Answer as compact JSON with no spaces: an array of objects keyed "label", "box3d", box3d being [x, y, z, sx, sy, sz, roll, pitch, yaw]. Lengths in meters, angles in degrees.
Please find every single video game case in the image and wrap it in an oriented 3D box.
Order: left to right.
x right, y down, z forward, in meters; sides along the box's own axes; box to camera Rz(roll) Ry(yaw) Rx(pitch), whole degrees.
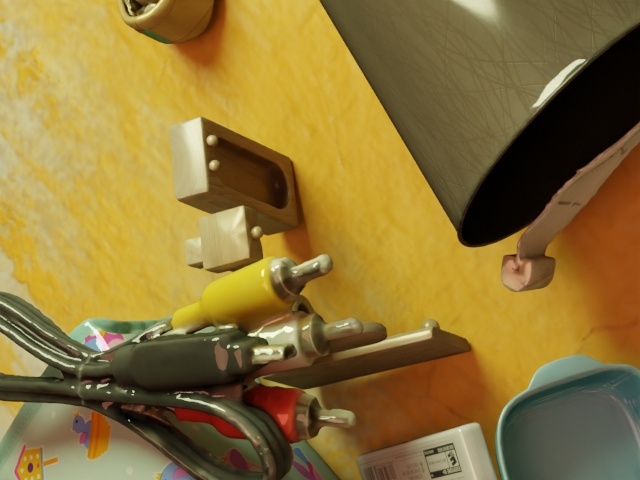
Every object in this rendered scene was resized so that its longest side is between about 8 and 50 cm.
[{"label":"video game case","box3d":[0.079,0.191,1.121,0.157,0.019,0.143,-30,77,64]}]

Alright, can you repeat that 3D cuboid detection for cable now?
[{"label":"cable","box3d":[-0.109,0.085,1.110,0.287,0.072,0.140,-4,97,31]}]

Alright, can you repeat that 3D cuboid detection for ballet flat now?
[{"label":"ballet flat","box3d":[-0.114,-0.249,1.216,0.080,0.073,0.232,-9,89,30]}]

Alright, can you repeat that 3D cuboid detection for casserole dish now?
[{"label":"casserole dish","box3d":[0.165,0.162,1.075,0.037,0.114,0.188,150,103,-71]}]

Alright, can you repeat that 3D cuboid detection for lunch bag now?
[{"label":"lunch bag","box3d":[-0.123,0.211,1.204,0.262,0.160,0.223,-51,63,23]}]

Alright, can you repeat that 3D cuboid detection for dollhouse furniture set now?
[{"label":"dollhouse furniture set","box3d":[0.000,0.000,1.144,0.123,0.144,0.151,-14,72,26]}]

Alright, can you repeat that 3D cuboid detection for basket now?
[{"label":"basket","box3d":[0.088,-0.148,1.065,0.204,0.154,0.227,-48,67,26]}]

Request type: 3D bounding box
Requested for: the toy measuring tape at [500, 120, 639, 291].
[{"label":"toy measuring tape","box3d":[0.238,-0.061,1.003,0.121,0.121,0.330,48,115,19]}]
